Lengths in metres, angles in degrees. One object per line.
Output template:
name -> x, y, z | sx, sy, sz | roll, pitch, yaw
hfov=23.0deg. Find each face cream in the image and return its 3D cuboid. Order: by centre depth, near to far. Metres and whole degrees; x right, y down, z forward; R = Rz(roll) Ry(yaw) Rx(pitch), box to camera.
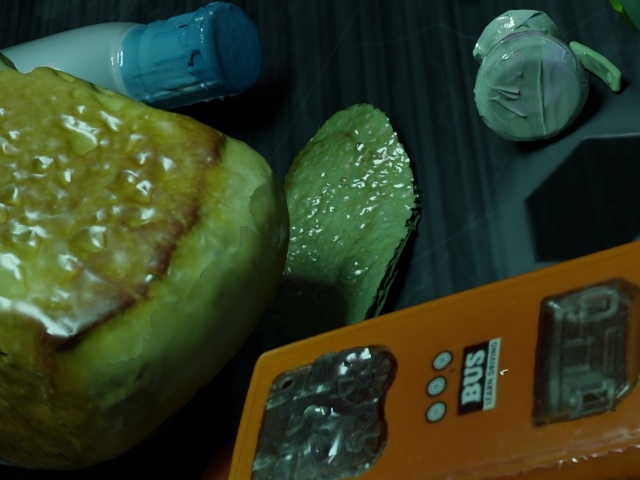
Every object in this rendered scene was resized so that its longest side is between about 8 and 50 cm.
face cream -> -0.185, -0.108, 1.133 | 0.337, 0.080, 0.163 | -8, 8, 40

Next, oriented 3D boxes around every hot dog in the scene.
hot dog -> -0.214, 0.004, 0.907 | 0.405, 0.223, 0.185 | 21, 60, 17

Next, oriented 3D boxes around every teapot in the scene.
teapot -> 0.126, -0.097, 0.896 | 0.083, 0.064, 0.064 | -3, 36, 0

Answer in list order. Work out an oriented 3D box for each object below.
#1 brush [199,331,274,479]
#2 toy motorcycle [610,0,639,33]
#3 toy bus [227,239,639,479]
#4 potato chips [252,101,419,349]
brush -> -0.027, 0.179, 0.783 | 0.070, 0.051, 0.323 | -30, 41, 30
toy motorcycle -> 0.216, -0.163, 0.750 | 0.191, 0.200, 0.326 | -31, 36, 17
toy bus -> 0.126, 0.083, 0.640 | 0.329, 0.153, 0.143 | -17, 43, 32
potato chips -> 0.000, 0.000, 0.947 | 0.142, 0.026, 0.209 | -33, 40, 11
